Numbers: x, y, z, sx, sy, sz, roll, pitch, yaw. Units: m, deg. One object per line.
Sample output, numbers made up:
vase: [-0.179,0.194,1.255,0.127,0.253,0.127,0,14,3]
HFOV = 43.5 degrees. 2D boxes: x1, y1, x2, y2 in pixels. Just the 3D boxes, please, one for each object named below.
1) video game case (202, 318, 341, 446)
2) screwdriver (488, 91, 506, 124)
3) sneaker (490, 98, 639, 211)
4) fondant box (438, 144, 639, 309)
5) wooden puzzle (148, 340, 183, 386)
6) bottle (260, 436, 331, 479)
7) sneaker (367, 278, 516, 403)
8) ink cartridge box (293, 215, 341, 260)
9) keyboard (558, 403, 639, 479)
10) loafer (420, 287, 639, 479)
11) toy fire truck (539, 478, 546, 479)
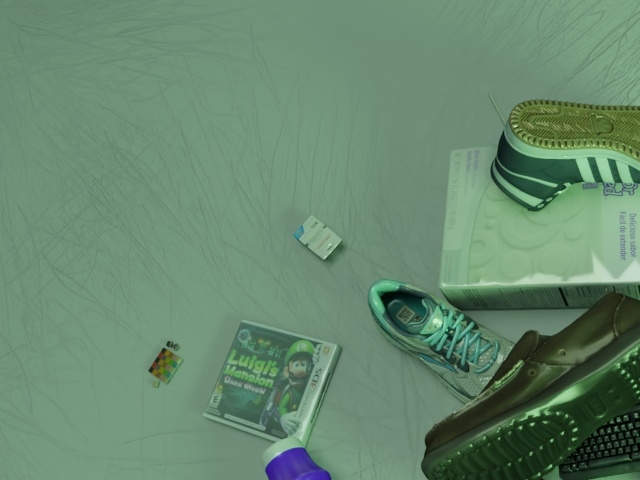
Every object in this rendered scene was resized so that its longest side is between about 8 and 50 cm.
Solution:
video game case: [-0.079,0.225,1.277,0.190,0.022,0.173,11,69,31]
screwdriver: [0.304,-0.189,1.311,0.024,0.025,0.170,-25,56,12]
sneaker: [0.370,-0.103,1.082,0.282,0.153,0.099,9,60,-3]
fondant box: [0.348,-0.027,1.157,0.330,0.096,0.238,-3,62,24]
wooden puzzle: [-0.268,0.216,1.386,0.049,0.006,0.083,25,77,34]
bottle: [0.004,0.402,1.092,0.118,0.092,0.283,-43,52,11]
sneaker: [0.176,0.143,1.129,0.283,0.122,0.110,27,77,31]
ink cartridge box: [0.000,0.000,1.356,0.048,0.028,0.083,-48,53,-4]
keyboard: [0.378,0.236,0.999,0.180,0.023,0.108,-24,38,37]
loafer: [0.283,0.192,1.018,0.366,0.134,0.130,-31,35,2]
toy fire truck: [0.263,0.405,0.935,0.302,0.169,0.254,-41,35,0]
